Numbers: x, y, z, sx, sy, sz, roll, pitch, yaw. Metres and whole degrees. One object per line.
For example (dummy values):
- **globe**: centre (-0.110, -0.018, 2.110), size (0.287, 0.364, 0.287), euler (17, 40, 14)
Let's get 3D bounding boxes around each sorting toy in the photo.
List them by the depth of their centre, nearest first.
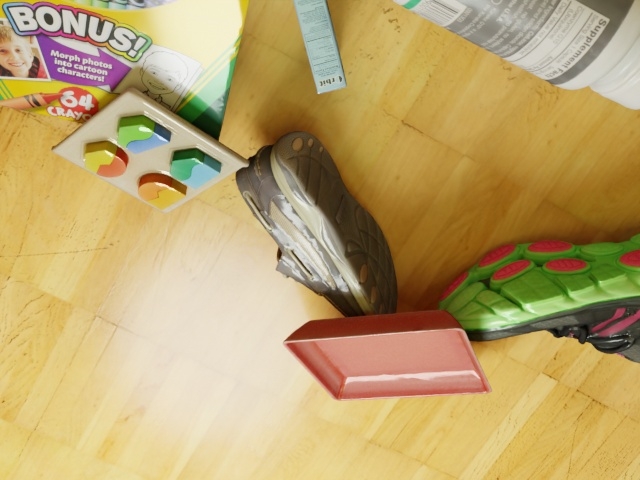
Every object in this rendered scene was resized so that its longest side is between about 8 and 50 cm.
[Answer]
- **sorting toy**: centre (-0.229, -0.107, 1.180), size (0.208, 0.038, 0.193), euler (-22, 139, 40)

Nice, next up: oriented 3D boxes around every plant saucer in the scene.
- **plant saucer**: centre (0.107, 0.170, 1.314), size (0.258, 0.048, 0.259), euler (-6, 149, 18)

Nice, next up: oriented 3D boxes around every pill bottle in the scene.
- **pill bottle**: centre (0.283, -0.315, 1.100), size (0.361, 0.204, 0.204), euler (23, 111, -13)

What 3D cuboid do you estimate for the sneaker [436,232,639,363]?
- **sneaker**: centre (0.415, 0.103, 1.309), size (0.482, 0.185, 0.202), euler (-7, 117, 4)

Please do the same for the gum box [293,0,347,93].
- **gum box**: centre (-0.011, -0.296, 1.119), size (0.041, 0.157, 0.184), euler (-14, 114, 3)

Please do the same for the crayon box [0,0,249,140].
- **crayon box**: centre (-0.274, -0.283, 1.074), size (0.362, 0.106, 0.313), euler (12, 140, -8)

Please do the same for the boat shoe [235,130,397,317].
- **boat shoe**: centre (0.000, 0.000, 1.288), size (0.130, 0.132, 0.355), euler (-12, 122, 31)
